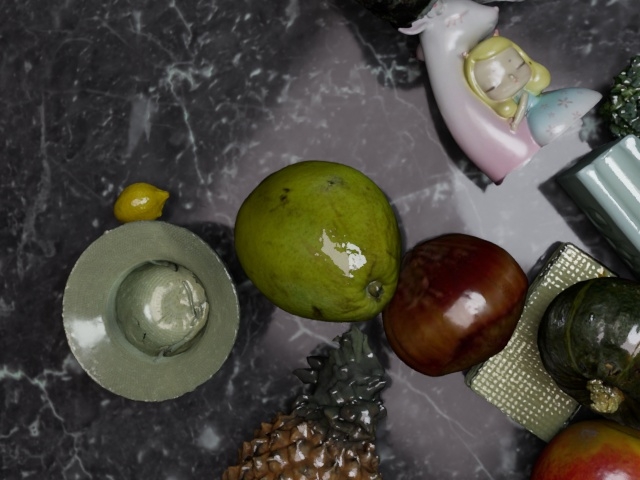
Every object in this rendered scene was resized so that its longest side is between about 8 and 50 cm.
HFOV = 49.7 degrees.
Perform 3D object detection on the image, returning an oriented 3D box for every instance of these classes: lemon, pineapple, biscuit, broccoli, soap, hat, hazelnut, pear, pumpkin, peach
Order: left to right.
[{"bbox_3d":[-0.272,-0.055,1.048,0.092,0.065,0.065,-21,88,8],"label":"lemon"},{"bbox_3d":[-0.226,0.096,1.009,0.257,0.130,0.257,0,92,9],"label":"hat"},{"bbox_3d":[0.000,0.000,0.918,0.212,0.212,0.269,-53,40,6],"label":"pear"},{"bbox_3d":[0.002,0.277,0.940,0.223,0.223,0.357,22,94,7],"label":"pineapple"},{"bbox_3d":[0.174,0.083,0.923,0.204,0.178,0.178,-44,85,2],"label":"hazelnut"},{"bbox_3d":[0.329,0.141,0.969,0.150,0.052,0.252,33,96,1],"label":"biscuit"},{"bbox_3d":[0.371,0.332,0.900,0.190,0.190,0.192,22,102,7],"label":"peach"},{"bbox_3d":[0.371,0.142,0.836,0.224,0.223,0.157,35,69,6],"label":"pumpkin"},{"bbox_3d":[0.434,-0.006,0.896,0.088,0.160,0.265,-39,86,8],"label":"soap"},{"bbox_3d":[0.512,-0.207,0.894,0.198,0.177,0.275,44,84,11],"label":"broccoli"}]

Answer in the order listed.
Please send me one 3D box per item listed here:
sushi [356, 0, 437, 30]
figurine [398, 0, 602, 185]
[{"bbox_3d":[0.073,-0.360,0.832,0.147,0.115,0.212,-46,41,30],"label":"sushi"},{"bbox_3d":[0.242,-0.281,0.916,0.284,0.206,0.315,-40,92,13],"label":"figurine"}]
